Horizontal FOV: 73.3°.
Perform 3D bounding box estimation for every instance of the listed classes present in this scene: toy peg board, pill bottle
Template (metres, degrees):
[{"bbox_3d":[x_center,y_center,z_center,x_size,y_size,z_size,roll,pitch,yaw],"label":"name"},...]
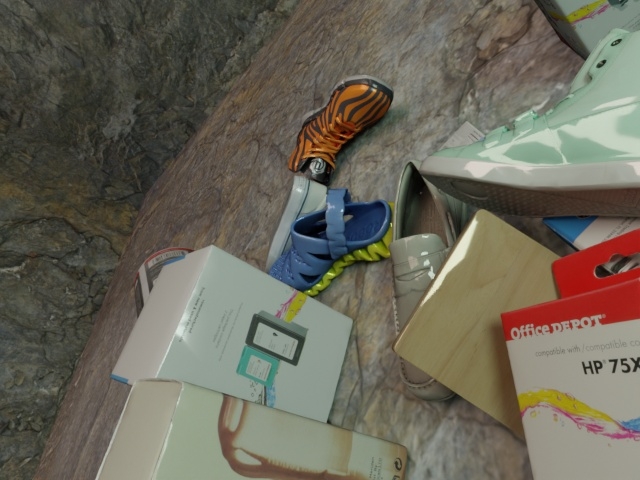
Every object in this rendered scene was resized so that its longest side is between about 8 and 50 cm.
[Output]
[{"bbox_3d":[0.176,0.082,0.436,0.161,0.160,0.079,-57,-3,-5],"label":"toy peg board"},{"bbox_3d":[-0.314,0.163,1.000,0.210,0.210,0.363,-58,30,2],"label":"pill bottle"}]

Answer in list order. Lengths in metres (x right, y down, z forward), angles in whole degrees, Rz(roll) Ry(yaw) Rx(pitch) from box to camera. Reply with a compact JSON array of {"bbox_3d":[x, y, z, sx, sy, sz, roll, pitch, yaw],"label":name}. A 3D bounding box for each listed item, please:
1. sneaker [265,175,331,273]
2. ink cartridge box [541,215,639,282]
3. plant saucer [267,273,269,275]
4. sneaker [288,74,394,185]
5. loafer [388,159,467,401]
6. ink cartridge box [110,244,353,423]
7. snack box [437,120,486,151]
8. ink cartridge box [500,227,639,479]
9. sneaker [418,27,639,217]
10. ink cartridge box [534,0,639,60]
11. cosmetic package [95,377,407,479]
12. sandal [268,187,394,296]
[{"bbox_3d":[-0.050,-0.014,0.888,0.094,0.091,0.258,-87,18,-45],"label":"sneaker"},{"bbox_3d":[0.314,-0.005,0.342,0.148,0.086,0.203,-49,32,17],"label":"ink cartridge box"},{"bbox_3d":[-0.127,0.109,0.964,0.083,0.015,0.083,-36,38,34],"label":"plant saucer"},{"bbox_3d":[0.035,-0.216,0.931,0.321,0.124,0.180,-17,53,63],"label":"sneaker"},{"bbox_3d":[0.130,0.035,0.552,0.112,0.111,0.319,-26,44,41],"label":"loafer"},{"bbox_3d":[-0.127,0.165,0.663,0.198,0.270,0.197,-14,51,50],"label":"ink cartridge box"},{"bbox_3d":[0.232,-0.111,0.620,0.064,0.022,0.178,-46,33,20],"label":"snack box"},{"bbox_3d":[0.211,0.107,0.300,0.134,0.078,0.231,129,139,-64],"label":"ink cartridge box"},{"bbox_3d":[0.218,-0.104,0.399,0.256,0.094,0.151,10,77,52],"label":"sneaker"},{"bbox_3d":[0.329,-0.321,0.510,0.127,0.176,0.128,-39,35,30],"label":"ink cartridge box"},{"bbox_3d":[-0.063,0.251,0.464,0.153,0.296,0.129,-18,51,48],"label":"cosmetic package"},{"bbox_3d":[0.000,0.000,0.756,0.317,0.138,0.126,-35,40,38],"label":"sandal"}]
